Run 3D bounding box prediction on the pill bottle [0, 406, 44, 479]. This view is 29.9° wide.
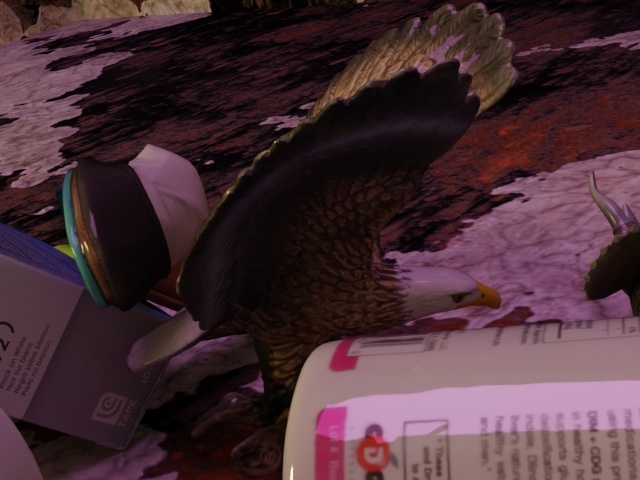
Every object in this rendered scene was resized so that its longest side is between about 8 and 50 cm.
[{"bbox_3d":[-0.298,0.200,0.470,0.229,0.229,0.408,-1,22,28],"label":"pill bottle"}]

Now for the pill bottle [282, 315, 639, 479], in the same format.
[{"bbox_3d":[0.138,0.117,0.561,0.283,0.160,0.160,-6,20,15],"label":"pill bottle"}]

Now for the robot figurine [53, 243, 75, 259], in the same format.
[{"bbox_3d":[-0.223,0.041,1.110,0.101,0.067,0.115,-26,25,-34],"label":"robot figurine"}]

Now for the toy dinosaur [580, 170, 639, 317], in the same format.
[{"bbox_3d":[0.250,0.063,0.650,0.121,0.160,0.313,-23,22,-29],"label":"toy dinosaur"}]

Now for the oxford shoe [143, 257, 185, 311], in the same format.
[{"bbox_3d":[-0.075,0.021,0.946,0.076,0.076,0.212,25,13,32],"label":"oxford shoe"}]

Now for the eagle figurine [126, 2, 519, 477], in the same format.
[{"bbox_3d":[0.011,0.000,0.754,0.225,0.298,0.226,-8,27,-29],"label":"eagle figurine"}]

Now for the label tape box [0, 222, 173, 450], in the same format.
[{"bbox_3d":[-0.308,0.017,0.848,0.348,0.115,0.249,25,-2,-40],"label":"label tape box"}]

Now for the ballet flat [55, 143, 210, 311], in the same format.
[{"bbox_3d":[-0.131,-0.024,0.828,0.096,0.095,0.280,-22,15,-10],"label":"ballet flat"}]
